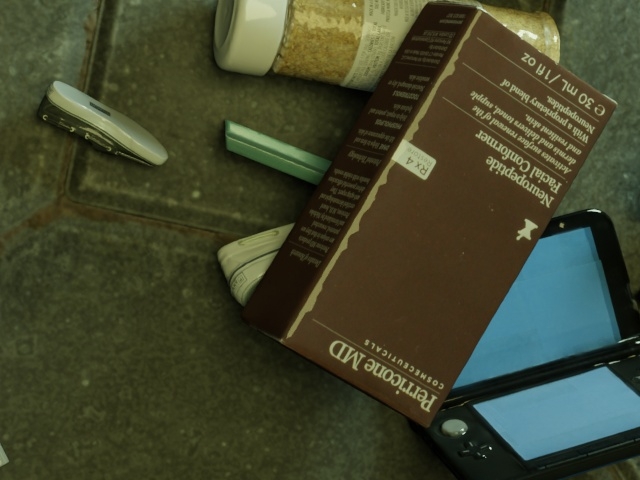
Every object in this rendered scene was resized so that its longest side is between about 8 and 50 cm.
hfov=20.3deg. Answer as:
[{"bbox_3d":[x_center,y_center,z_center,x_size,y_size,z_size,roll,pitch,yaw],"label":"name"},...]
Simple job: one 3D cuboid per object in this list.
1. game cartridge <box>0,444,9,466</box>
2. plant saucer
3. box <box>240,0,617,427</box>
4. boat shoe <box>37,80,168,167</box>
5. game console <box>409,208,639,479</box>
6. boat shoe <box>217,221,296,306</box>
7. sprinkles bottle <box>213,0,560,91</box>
[{"bbox_3d":[-0.360,0.216,1.784,0.083,0.017,0.056,-28,91,-17],"label":"game cartridge"},{"bbox_3d":[-0.014,-0.077,1.881,0.192,0.067,0.018,22,106,-11],"label":"plant saucer"},{"bbox_3d":[0.106,-0.030,1.783,0.191,0.143,0.381,31,89,-21],"label":"box"},{"bbox_3d":[-0.224,-0.112,1.836,0.142,0.049,0.040,32,111,-14],"label":"boat shoe"},{"bbox_3d":[0.239,0.114,1.897,0.293,0.250,0.173,-15,117,-17],"label":"game console"},{"bbox_3d":[0.000,0.000,1.874,0.226,0.083,0.075,-15,54,-27],"label":"boat shoe"},{"bbox_3d":[0.070,-0.211,1.888,0.356,0.121,0.121,8,84,-16],"label":"sprinkles bottle"}]
